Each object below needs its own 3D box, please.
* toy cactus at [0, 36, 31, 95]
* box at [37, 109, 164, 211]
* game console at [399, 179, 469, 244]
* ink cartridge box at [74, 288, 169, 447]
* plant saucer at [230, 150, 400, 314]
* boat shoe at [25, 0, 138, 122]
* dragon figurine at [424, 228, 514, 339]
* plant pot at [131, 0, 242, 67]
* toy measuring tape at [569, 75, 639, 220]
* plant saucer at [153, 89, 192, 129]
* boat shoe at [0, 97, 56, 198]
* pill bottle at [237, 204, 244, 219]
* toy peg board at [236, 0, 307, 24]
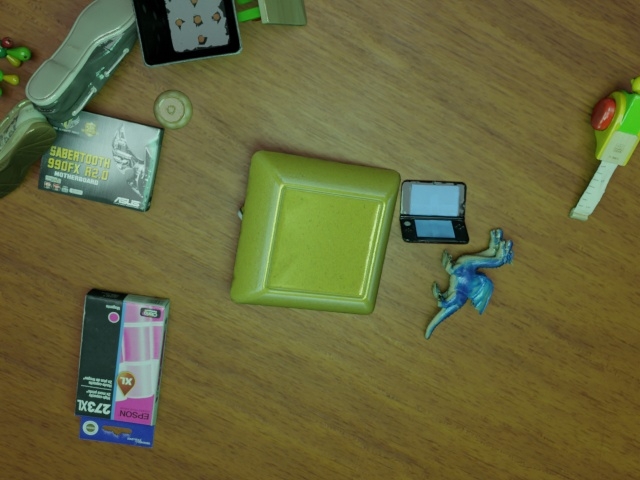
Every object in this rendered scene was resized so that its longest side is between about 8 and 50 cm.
[{"bbox_3d":[-0.708,-0.369,1.390,0.219,0.112,0.180,-24,91,12],"label":"toy cactus"},{"bbox_3d":[-0.461,-0.173,1.447,0.231,0.056,0.182,13,101,-4],"label":"box"},{"bbox_3d":[0.247,-0.060,1.473,0.144,0.124,0.085,2,128,-1],"label":"game console"},{"bbox_3d":[-0.450,0.300,1.542,0.176,0.069,0.370,8,103,-3],"label":"ink cartridge box"},{"bbox_3d":[0.000,0.000,1.440,0.333,0.081,0.332,7,102,-16],"label":"plant saucer"},{"bbox_3d":[-0.453,-0.380,1.383,0.112,0.095,0.335,34,77,20],"label":"boat shoe"},{"bbox_3d":[0.326,0.108,1.504,0.144,0.085,0.289,15,99,-4],"label":"dragon figurine"},{"bbox_3d":[-0.252,-0.441,1.342,0.188,0.167,0.188,-9,100,1],"label":"plant pot"},{"bbox_3d":[0.610,-0.202,1.459,0.122,0.121,0.330,14,123,-4],"label":"toy measuring tape"},{"bbox_3d":[-0.313,-0.276,1.451,0.084,0.015,0.083,0,102,-1],"label":"plant saucer"},{"bbox_3d":[-0.658,-0.172,1.413,0.285,0.105,0.089,-37,75,17],"label":"boat shoe"},{"bbox_3d":[-0.116,-0.077,1.469,0.116,0.065,0.065,-43,99,7],"label":"pill bottle"},{"bbox_3d":[-0.109,-0.503,1.355,0.079,0.161,0.161,-3,103,28],"label":"toy peg board"}]
